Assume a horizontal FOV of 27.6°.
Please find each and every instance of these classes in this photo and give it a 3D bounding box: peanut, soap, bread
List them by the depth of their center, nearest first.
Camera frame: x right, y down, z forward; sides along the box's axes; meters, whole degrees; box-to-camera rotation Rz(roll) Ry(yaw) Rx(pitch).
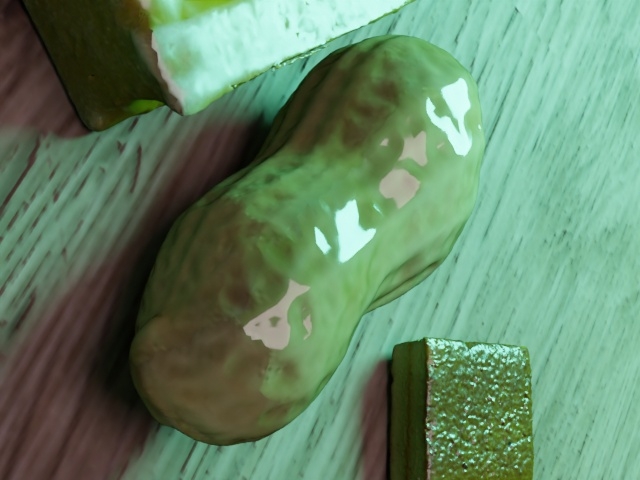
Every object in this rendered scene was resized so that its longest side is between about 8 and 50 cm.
[{"bbox_3d":[0.000,0.000,0.657,0.123,0.123,0.257,50,56,-22],"label":"peanut"},{"bbox_3d":[-0.025,-0.197,0.689,0.315,0.091,0.199,-34,103,-39],"label":"soap"},{"bbox_3d":[0.083,0.105,0.760,0.094,0.035,0.090,8,77,-41],"label":"bread"}]
